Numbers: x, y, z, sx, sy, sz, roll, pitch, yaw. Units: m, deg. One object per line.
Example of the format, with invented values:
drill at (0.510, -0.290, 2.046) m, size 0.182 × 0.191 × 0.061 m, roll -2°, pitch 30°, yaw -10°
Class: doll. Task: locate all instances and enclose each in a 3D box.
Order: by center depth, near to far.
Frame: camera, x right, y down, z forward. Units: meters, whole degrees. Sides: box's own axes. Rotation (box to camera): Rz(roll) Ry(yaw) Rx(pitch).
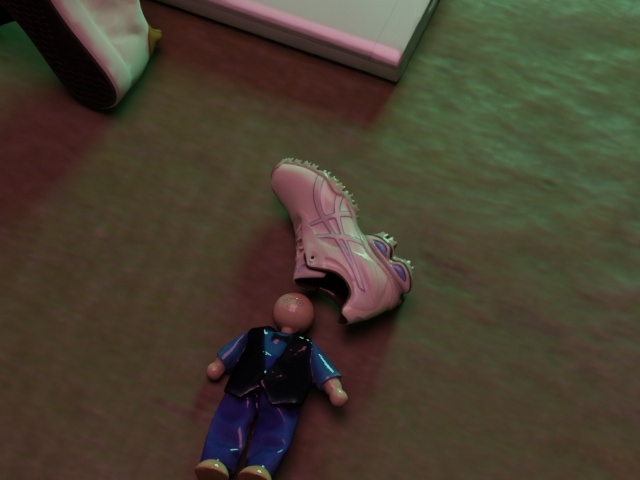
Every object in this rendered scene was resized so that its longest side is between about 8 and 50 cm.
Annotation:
doll at (-0.040, 0.125, 1.289) m, size 0.129 × 0.046 × 0.189 m, roll 6°, pitch 53°, yaw 15°

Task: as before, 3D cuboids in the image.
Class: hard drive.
hard drive at (-0.026, -0.291, 1.541) m, size 0.307 × 0.040 × 0.203 m, roll 21°, pitch 62°, yaw 12°

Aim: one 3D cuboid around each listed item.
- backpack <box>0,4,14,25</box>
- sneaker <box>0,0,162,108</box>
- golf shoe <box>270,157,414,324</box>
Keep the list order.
backpack at (-0.390, -0.258, 1.476) m, size 0.182 × 0.115 × 0.152 m, roll -10°, pitch 56°, yaw -25°
sneaker at (-0.248, -0.269, 1.418) m, size 0.106 × 0.290 × 0.123 m, roll 2°, pitch 45°, yaw 40°
golf shoe at (0.000, 0.000, 1.346) m, size 0.086 × 0.069 × 0.176 m, roll -32°, pitch 63°, yaw -25°
